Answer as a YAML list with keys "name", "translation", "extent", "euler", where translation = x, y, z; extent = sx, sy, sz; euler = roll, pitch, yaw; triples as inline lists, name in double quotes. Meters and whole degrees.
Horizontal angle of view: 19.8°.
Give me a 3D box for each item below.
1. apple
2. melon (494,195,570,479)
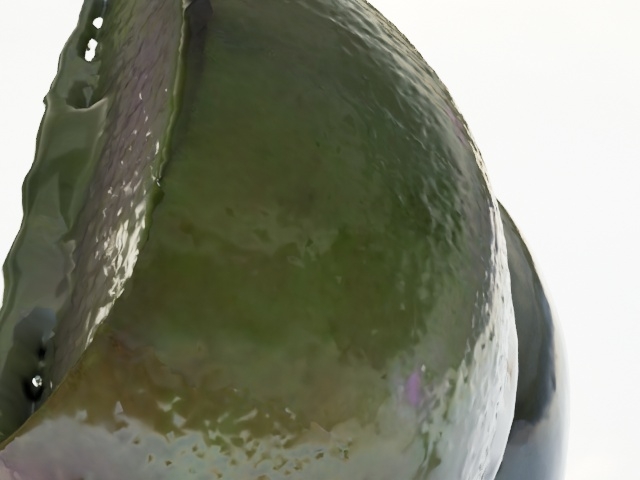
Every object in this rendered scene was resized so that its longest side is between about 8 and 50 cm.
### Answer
- name: "apple"
  translation: [0.000, 0.000, 0.623]
  extent: [0.193, 0.120, 0.265]
  euler: [26, -133, -19]
- name: "melon"
  translation: [0.005, 0.080, 0.941]
  extent: [0.272, 0.308, 0.272]
  euler: [-22, -147, 15]
